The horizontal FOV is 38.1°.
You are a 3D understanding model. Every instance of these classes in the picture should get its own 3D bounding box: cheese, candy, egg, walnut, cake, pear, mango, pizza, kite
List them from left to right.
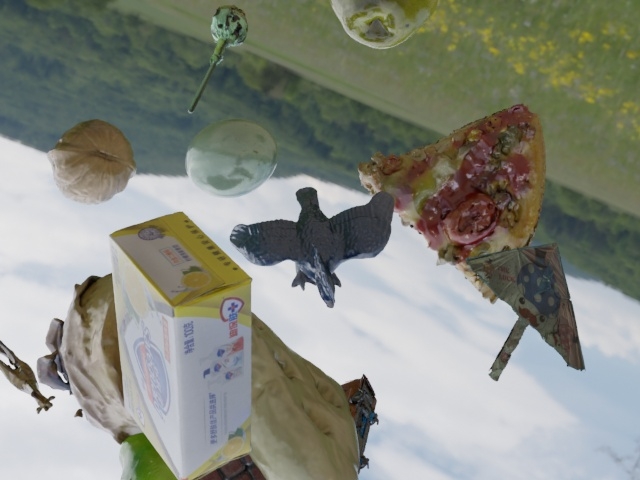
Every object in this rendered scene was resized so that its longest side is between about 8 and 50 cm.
[{"bbox_3d":[-0.595,-0.202,2.403,0.225,0.225,0.261,17,165,-31],"label":"walnut"},{"bbox_3d":[-0.353,0.210,1.753,0.321,0.332,0.332,-13,161,43],"label":"cake"},{"bbox_3d":[-0.251,0.369,1.405,0.233,0.125,0.111,23,150,55],"label":"mango"},{"bbox_3d":[-0.236,-0.400,2.040,0.083,0.305,0.091,-2,142,31],"label":"candy"},{"bbox_3d":[-0.169,-0.157,1.771,0.192,0.149,0.149,-10,173,27],"label":"egg"},{"bbox_3d":[-0.072,0.259,1.405,0.351,0.129,0.328,42,-167,-30],"label":"cheese"},{"bbox_3d":[0.110,-0.442,1.644,0.198,0.198,0.198,22,-170,-4],"label":"pear"},{"bbox_3d":[0.275,-0.088,1.962,0.406,0.440,0.130,7,-171,-11],"label":"pizza"},{"bbox_3d":[0.372,0.125,1.642,0.335,0.314,0.011,42,149,-18],"label":"kite"}]

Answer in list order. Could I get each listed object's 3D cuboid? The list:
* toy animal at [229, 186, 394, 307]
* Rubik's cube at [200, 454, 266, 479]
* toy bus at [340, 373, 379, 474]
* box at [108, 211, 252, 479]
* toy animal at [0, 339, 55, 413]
[{"bbox_3d":[0.000,0.000,1.263,0.239,0.176,0.255,-9,-123,-8],"label":"toy animal"},{"bbox_3d":[-0.186,0.507,1.659,0.238,0.237,0.237,61,152,3],"label":"Rubik's cube"},{"bbox_3d":[0.039,0.332,1.604,0.096,0.073,0.235,-15,-154,21],"label":"toy bus"},{"bbox_3d":[-0.158,0.123,1.062,0.097,0.265,0.168,-19,-140,-29],"label":"box"},{"bbox_3d":[-0.621,0.282,1.922,0.275,0.054,0.149,38,160,31],"label":"toy animal"}]
